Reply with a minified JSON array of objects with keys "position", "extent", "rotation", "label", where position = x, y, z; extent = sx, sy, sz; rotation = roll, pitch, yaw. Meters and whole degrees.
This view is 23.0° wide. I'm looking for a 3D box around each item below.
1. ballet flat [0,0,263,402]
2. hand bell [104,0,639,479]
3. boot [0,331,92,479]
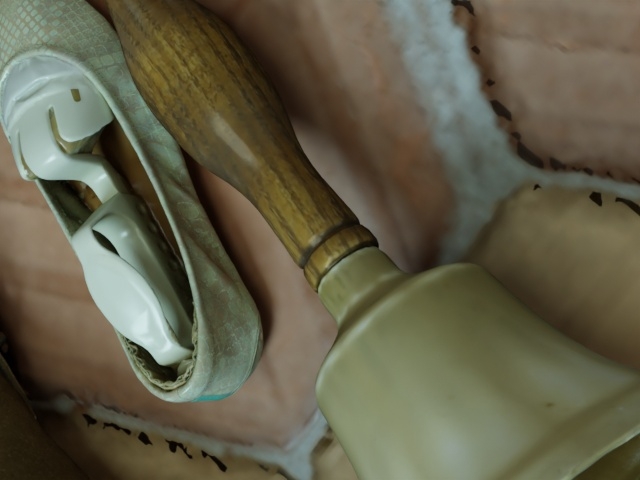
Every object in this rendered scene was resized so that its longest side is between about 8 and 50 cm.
[{"position":[-0.074,-0.019,0.546],"extent":[0.057,0.052,0.168],"rotation":[-36,83,27],"label":"ballet flat"},{"position":[0.000,0.000,0.500],"extent":[0.242,0.126,0.126],"rotation":[51,117,22],"label":"hand bell"},{"position":[-0.152,0.061,0.578],"extent":[0.305,0.112,0.115],"rotation":[27,100,22],"label":"boot"}]
